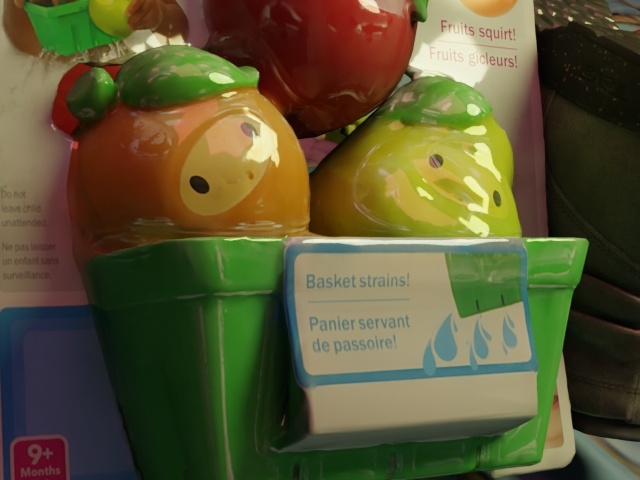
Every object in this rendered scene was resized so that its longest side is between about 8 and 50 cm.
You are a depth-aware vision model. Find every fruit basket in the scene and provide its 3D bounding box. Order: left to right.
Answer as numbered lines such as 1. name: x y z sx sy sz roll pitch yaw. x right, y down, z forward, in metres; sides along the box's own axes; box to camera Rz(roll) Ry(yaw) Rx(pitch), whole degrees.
1. fruit basket: -0.005 -0.058 0.719 0.327 0.353 0.165 1 -1 -36

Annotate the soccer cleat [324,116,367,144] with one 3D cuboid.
1. soccer cleat: 0.059 -0.040 1.069 0.072 0.060 0.179 9 25 -30

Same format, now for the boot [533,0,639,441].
1. boot: 0.110 -0.039 0.924 0.118 0.223 0.338 7 21 -23

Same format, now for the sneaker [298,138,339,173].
1. sneaker: 0.000 0.000 0.912 0.092 0.087 0.229 23 27 -1

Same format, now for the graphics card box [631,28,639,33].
1. graphics card box: 0.306 -0.122 1.134 0.232 0.094 0.371 -15 3 11

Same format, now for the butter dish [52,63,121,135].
1. butter dish: -0.150 -0.120 1.004 0.160 0.118 0.160 12 27 -17
